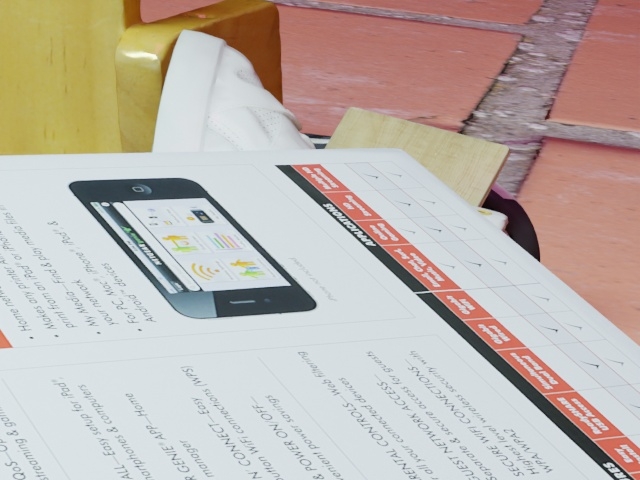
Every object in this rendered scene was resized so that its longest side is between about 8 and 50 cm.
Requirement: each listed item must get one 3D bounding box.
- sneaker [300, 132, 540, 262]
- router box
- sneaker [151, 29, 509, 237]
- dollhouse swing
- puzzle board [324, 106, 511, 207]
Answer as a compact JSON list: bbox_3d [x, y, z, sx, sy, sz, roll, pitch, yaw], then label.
[{"bbox_3d":[0.026,-0.023,1.018,0.235,0.084,0.097,16,16,33],"label":"sneaker"},{"bbox_3d":[-0.030,0.082,0.489,0.301,0.082,0.335,-3,29,-30],"label":"router box"},{"bbox_3d":[0.000,0.000,0.865,0.169,0.108,0.292,6,32,-7],"label":"sneaker"},{"bbox_3d":[-0.215,-0.199,1.163,0.347,0.305,0.315,9,16,15],"label":"dollhouse swing"},{"bbox_3d":[0.024,-0.002,0.916,0.096,0.128,0.011,17,-22,33],"label":"puzzle board"}]
